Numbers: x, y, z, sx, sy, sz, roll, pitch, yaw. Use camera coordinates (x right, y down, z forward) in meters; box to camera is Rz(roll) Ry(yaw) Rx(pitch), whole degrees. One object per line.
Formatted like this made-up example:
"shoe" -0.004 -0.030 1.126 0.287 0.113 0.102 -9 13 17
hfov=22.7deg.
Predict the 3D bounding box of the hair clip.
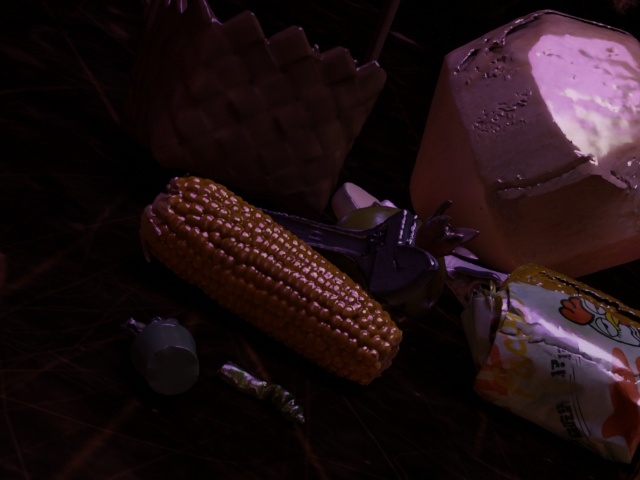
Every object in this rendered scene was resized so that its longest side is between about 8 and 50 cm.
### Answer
"hair clip" 0.108 0.008 1.770 0.218 0.071 0.159 36 15 11

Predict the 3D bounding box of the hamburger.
"hamburger" 0.243 0.102 1.575 0.214 0.125 0.235 37 30 2

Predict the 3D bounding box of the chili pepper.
"chili pepper" -0.045 0.121 1.264 0.083 0.022 0.027 29 -17 13

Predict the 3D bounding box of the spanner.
"spanner" 0.000 0.000 1.507 0.325 0.093 0.026 13 -21 50

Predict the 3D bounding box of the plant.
"plant" -0.122 0.081 1.216 0.051 0.051 0.102 19 11 -23

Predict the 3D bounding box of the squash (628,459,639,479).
"squash" 0.371 0.253 1.314 0.247 0.132 0.132 36 18 24

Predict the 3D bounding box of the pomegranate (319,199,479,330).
"pomegranate" 0.077 0.016 1.542 0.129 0.159 0.129 56 8 -12

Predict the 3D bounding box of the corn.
"corn" -0.045 0.035 1.410 0.260 0.091 0.091 35 8 12

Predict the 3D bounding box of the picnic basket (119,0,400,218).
"picnic basket" -0.063 -0.207 1.686 0.254 0.321 0.291 18 5 -19

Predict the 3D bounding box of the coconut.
"coconut" 0.272 -0.107 1.960 0.352 0.353 0.352 24 16 -7
